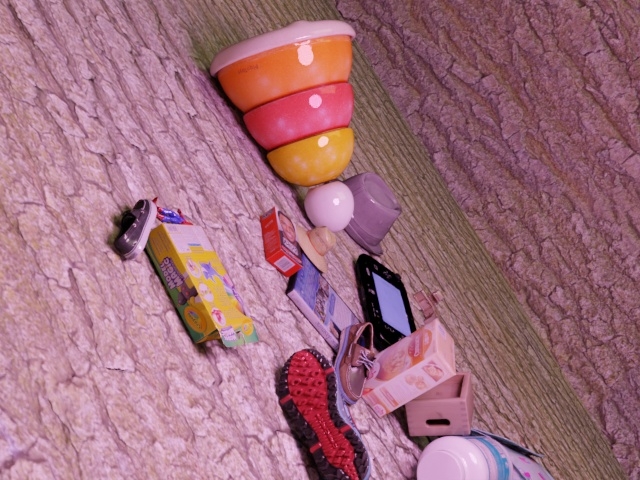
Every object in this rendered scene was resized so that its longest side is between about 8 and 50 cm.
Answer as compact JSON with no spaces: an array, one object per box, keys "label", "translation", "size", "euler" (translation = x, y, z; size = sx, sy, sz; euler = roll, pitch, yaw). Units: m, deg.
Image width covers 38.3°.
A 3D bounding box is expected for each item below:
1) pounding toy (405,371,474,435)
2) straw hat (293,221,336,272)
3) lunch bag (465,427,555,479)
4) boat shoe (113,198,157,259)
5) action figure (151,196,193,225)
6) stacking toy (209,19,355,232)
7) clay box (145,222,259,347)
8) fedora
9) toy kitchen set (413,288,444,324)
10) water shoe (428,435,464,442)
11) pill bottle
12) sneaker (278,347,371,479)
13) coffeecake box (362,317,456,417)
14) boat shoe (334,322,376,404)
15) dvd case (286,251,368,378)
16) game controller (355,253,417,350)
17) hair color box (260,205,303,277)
[{"label":"pounding toy","translation":[0.237,0.338,1.990],"size":[0.206,0.181,0.094],"euler":[-55,138,-67]},{"label":"straw hat","translation":[0.000,0.000,2.039],"size":[0.144,0.061,0.144],"euler":[51,12,-15]},{"label":"lunch bag","translation":[0.425,0.538,2.082],"size":[0.223,0.160,0.262],"euler":[30,20,-46]},{"label":"boat shoe","translation":[-0.287,-0.027,1.423],"size":[0.040,0.049,0.142],"euler":[46,23,-27]},{"label":"action figure","translation":[-0.243,-0.034,1.577],"size":[0.115,0.030,0.038],"euler":[39,20,-46]},{"label":"stacking toy","translation":[-0.038,-0.247,2.156],"size":[0.350,0.350,0.480],"euler":[-24,100,-71]},{"label":"clay box","translation":[-0.189,0.079,1.478],"size":[0.222,0.053,0.127],"euler":[62,19,12]},{"label":"fedora","translation":[0.132,-0.092,2.449],"size":[0.275,0.124,0.244],"euler":[31,32,-52]},{"label":"toy kitchen set","translation":[0.300,0.173,2.512],"size":[0.083,0.068,0.075],"euler":[56,18,0]},{"label":"water shoe","translation":[0.261,0.370,2.067],"size":[0.073,0.080,0.203],"euler":[27,34,-56]},{"label":"pill bottle","translation":[0.285,0.468,1.861],"size":[0.264,0.146,0.146],"euler":[21,39,-59]},{"label":"sneaker","translation":[0.007,0.310,1.559],"size":[0.125,0.104,0.262],"euler":[68,-1,-60]},{"label":"coffeecake box","translation":[0.180,0.260,1.885],"size":[0.068,0.185,0.142],"euler":[51,19,-15]},{"label":"boat shoe","translation":[0.071,0.233,1.808],"size":[0.066,0.066,0.183],"euler":[36,39,-32]},{"label":"dvd case","translation":[0.023,0.157,1.925],"size":[0.253,0.022,0.180],"euler":[50,18,-16]},{"label":"game controller","translation":[0.161,0.162,2.190],"size":[0.166,0.067,0.319],"euler":[44,21,-33]},{"label":"hair color box","translation":[-0.081,0.002,1.893],"size":[0.072,0.043,0.141],"euler":[41,23,-35]}]
